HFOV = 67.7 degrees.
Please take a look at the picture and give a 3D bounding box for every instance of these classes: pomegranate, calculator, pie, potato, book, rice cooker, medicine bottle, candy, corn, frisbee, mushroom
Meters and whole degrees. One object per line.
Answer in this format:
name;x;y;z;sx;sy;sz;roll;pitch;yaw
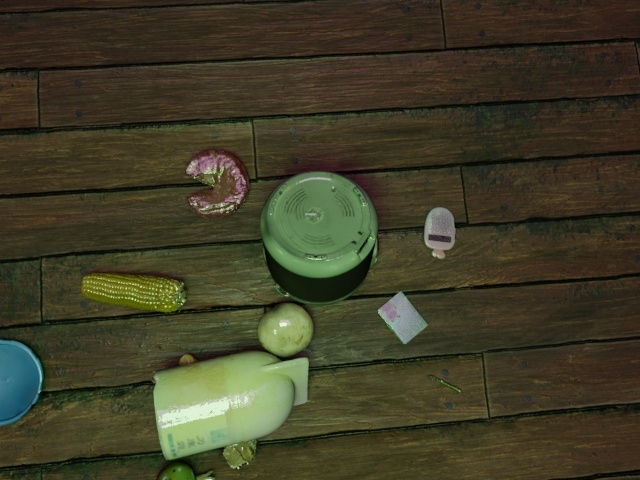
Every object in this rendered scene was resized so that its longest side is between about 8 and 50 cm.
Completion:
pomegranate;-0.386;0.683;1.343;0.129;0.159;0.130;5;98;39
calculator;0.377;-0.024;1.511;0.103;0.024;0.166;7;80;-3
pie;-0.324;-0.178;1.478;0.204;0.054;0.219;-19;84;-5
potato;-0.387;0.376;1.403;0.062;0.068;0.083;18;98;-39
book;0.252;0.240;1.474;0.103;0.017;0.135;-38;86;-7
rice cooker;0.000;0.000;1.341;0.334;0.325;0.336;0;63;1
medicine bottle;-0.230;0.430;1.310;0.405;0.236;0.236;-9;83;-13
candy;-0.230;0.586;1.359;0.095;0.110;0.085;-20;102;5
corn;-0.548;0.150;1.402;0.304;0.106;0.106;5;83;2
frisbee;-0.917;0.407;1.377;0.241;0.045;0.242;0;82;-4
mushroom;-0.101;0.262;1.403;0.166;0.127;0.166;-2;106;-7

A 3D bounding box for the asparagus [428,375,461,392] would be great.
asparagus;0.378;0.436;1.456;0.114;0.015;0.014;25;84;-1
